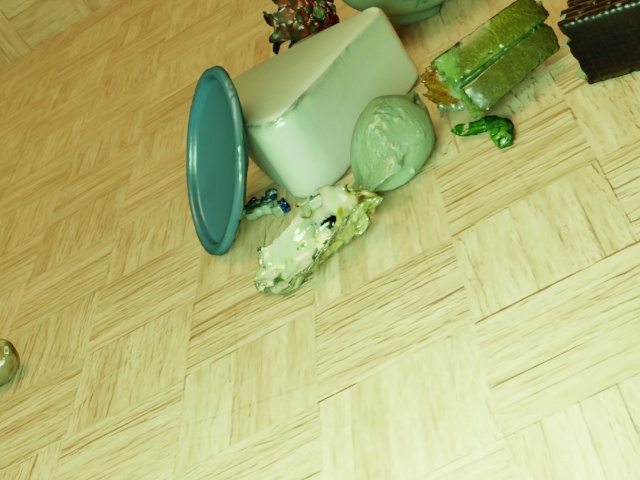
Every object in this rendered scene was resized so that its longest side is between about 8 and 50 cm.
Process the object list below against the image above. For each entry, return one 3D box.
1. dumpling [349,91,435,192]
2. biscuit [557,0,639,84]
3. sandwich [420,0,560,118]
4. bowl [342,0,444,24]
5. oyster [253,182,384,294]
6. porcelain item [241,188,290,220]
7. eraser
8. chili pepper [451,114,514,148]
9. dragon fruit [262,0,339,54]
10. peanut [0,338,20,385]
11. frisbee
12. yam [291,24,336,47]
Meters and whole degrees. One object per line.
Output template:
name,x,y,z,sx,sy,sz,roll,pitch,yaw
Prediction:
dumpling,0.084,-0.140,1.706,0.153,0.108,0.219,-19,27,29
biscuit,0.428,-0.281,1.539,0.252,0.106,0.070,-13,34,39
sandwich,0.244,-0.251,1.726,0.185,0.109,0.160,-35,-2,-10
bowl,0.141,-0.471,2.127,0.289,0.146,0.289,-8,29,4
oyster,-0.006,0.000,1.631,0.209,0.072,0.133,-54,31,6
porcelain item,-0.089,-0.057,1.872,0.136,0.021,0.075,-10,31,41
eraser,-0.023,-0.198,1.895,0.331,0.150,0.331,-27,24,13
chili pepper,0.230,-0.156,1.644,0.055,0.035,0.118,-27,25,-21
dragon fruit,-0.034,-0.426,2.330,0.142,0.121,0.130,-4,70,10
peanut,-0.534,0.201,1.901,0.152,0.076,0.076,-26,26,32
frisbee,-0.147,-0.120,1.827,0.049,0.289,0.289,-2,16,-21
yam,0.025,-0.361,2.206,0.169,0.068,0.068,-22,28,25
